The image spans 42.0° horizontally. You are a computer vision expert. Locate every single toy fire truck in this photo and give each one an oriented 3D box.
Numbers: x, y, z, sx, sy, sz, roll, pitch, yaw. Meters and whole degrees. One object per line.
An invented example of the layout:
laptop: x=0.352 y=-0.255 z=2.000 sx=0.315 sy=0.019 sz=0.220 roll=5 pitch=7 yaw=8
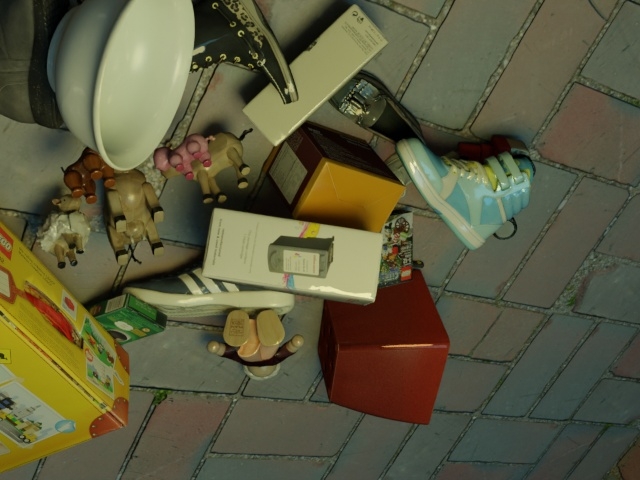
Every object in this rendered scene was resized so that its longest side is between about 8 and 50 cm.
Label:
toy fire truck: x=0.322 y=-0.117 z=1.822 sx=0.246 sy=0.158 sz=0.217 roll=9 pitch=119 yaw=-4

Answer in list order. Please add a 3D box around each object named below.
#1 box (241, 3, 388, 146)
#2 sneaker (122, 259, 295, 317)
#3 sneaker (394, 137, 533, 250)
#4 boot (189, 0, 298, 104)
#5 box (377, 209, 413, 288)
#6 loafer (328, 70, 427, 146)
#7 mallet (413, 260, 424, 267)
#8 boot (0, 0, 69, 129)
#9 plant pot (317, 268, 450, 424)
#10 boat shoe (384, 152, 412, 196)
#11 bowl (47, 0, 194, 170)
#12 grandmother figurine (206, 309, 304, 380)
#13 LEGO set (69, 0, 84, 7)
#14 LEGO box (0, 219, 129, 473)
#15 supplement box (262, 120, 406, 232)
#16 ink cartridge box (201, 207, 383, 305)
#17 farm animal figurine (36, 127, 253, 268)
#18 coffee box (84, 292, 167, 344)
box: x=-0.009 y=-0.296 z=1.507 sx=0.275 sy=0.113 sz=0.094 roll=-41 pitch=96 yaw=7
sneaker: x=-0.227 y=0.075 z=1.714 sx=0.350 sy=0.148 sz=0.131 roll=0 pitch=164 yaw=-2
sneaker: x=0.300 y=-0.138 z=1.666 sx=0.208 sy=0.127 sz=0.319 roll=-36 pitch=129 yaw=13
boot: x=-0.158 y=-0.306 z=1.412 sx=0.179 sy=0.085 sz=0.236 roll=-29 pitch=95 yaw=1
box: x=0.100 y=0.027 z=1.803 sx=0.233 sy=0.044 sz=0.159 roll=-11 pitch=105 yaw=-34
loafer: x=0.117 y=-0.251 z=1.638 sx=0.267 sy=0.084 sz=0.096 roll=27 pitch=111 yaw=-38
mallet: x=0.169 y=0.060 z=1.920 sx=0.190 sy=0.062 sz=0.039 roll=6 pitch=119 yaw=-30
boot: x=-0.495 y=-0.324 z=1.234 sx=0.223 sy=0.118 sz=0.338 roll=9 pitch=119 yaw=-1
plant pot: x=0.128 y=0.249 z=1.930 sx=0.236 sy=0.267 sz=0.267 roll=-1 pitch=126 yaw=-11
boat shoe: x=0.141 y=-0.112 z=1.760 sx=0.227 sy=0.081 sz=0.079 roll=-30 pitch=132 yaw=-1
bowl: x=-0.312 y=-0.263 z=1.249 sx=0.134 sy=0.298 sz=0.297 roll=19 pitch=123 yaw=9
grandmother figurine: x=-0.141 y=0.237 z=1.808 sx=0.208 sy=0.104 sz=0.342 roll=7 pitch=159 yaw=5
LEGO set: x=-0.300 y=-0.432 z=1.299 sx=0.227 sy=0.087 sz=0.093 roll=-25 pitch=129 yaw=2
LEGO box: x=-0.635 y=0.201 z=1.501 sx=0.373 sy=0.193 sz=0.500 roll=-22 pitch=133 yaw=8
supplement box: x=0.023 y=-0.122 z=1.618 sx=0.191 sy=0.194 sz=0.129 roll=14 pitch=117 yaw=-34
ink cartridge box: x=-0.051 y=0.034 z=1.545 sx=0.306 sy=0.226 sz=0.131 roll=8 pitch=84 yaw=-2
farm animal figurine: x=-0.320 y=-0.105 z=1.498 sx=0.330 sy=0.172 sz=0.326 roll=-1 pitch=138 yaw=-35
coffee box: x=-0.414 y=0.165 z=1.678 sx=0.184 sy=0.040 sz=0.113 roll=-20 pitch=139 yaw=31
